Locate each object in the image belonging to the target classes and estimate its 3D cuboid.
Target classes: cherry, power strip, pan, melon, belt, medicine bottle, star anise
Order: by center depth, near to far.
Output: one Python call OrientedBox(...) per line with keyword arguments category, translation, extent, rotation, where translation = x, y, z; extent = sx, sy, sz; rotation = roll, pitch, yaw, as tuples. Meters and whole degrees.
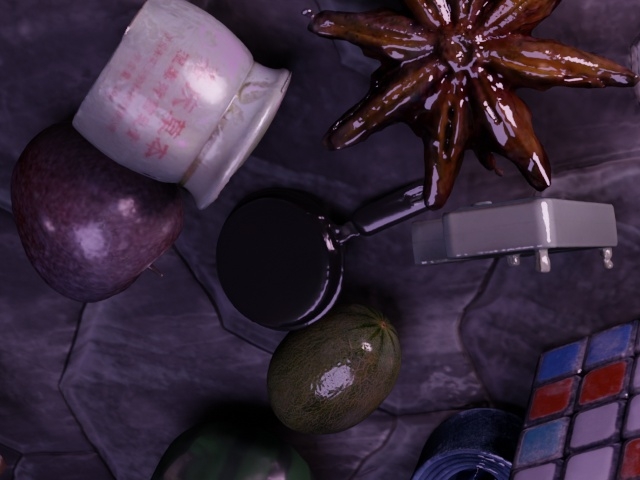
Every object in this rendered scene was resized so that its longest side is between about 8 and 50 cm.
OrientedBox(category="star anise", translation=(0.119, -0.153, 1.056), extent=(0.271, 0.102, 0.272), rotation=(3, 99, 15))
OrientedBox(category="power strip", translation=(0.149, 0.001, 1.086), extent=(0.145, 0.215, 0.061), rotation=(-6, 86, 26))
OrientedBox(category="medicine bottle", translation=(-0.116, -0.117, 1.124), extent=(0.143, 0.147, 0.147), rotation=(33, 130, -8))
OrientedBox(category="pan", translation=(0.000, 0.000, 1.227), extent=(0.235, 0.028, 0.136), rotation=(-25, 87, 23))
OrientedBox(category="cherry", translation=(-0.211, -0.028, 1.234), extent=(0.176, 0.140, 0.176), rotation=(21, 135, 23))
OrientedBox(category="melon", translation=(0.009, 0.126, 1.292), extent=(0.114, 0.114, 0.167), rotation=(36, 131, -9))
OrientedBox(category="belt", translation=(0.164, 0.251, 1.351), extent=(0.141, 0.082, 0.190), rotation=(23, 132, 6))

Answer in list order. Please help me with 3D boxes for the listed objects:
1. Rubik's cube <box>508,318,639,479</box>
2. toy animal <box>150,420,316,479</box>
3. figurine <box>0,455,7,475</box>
OrientedBox(category="Rubik's cube", translation=(0.353, 0.240, 1.141), extent=(0.293, 0.292, 0.287), rotation=(-24, 115, 35))
OrientedBox(category="toy animal", translation=(-0.076, 0.353, 1.446), extent=(0.216, 0.191, 0.338), rotation=(-2, 125, 22))
OrientedBox(category="figurine", translation=(-0.534, 0.179, 1.452), extent=(0.306, 0.241, 0.412), rotation=(-2, 125, 35))
